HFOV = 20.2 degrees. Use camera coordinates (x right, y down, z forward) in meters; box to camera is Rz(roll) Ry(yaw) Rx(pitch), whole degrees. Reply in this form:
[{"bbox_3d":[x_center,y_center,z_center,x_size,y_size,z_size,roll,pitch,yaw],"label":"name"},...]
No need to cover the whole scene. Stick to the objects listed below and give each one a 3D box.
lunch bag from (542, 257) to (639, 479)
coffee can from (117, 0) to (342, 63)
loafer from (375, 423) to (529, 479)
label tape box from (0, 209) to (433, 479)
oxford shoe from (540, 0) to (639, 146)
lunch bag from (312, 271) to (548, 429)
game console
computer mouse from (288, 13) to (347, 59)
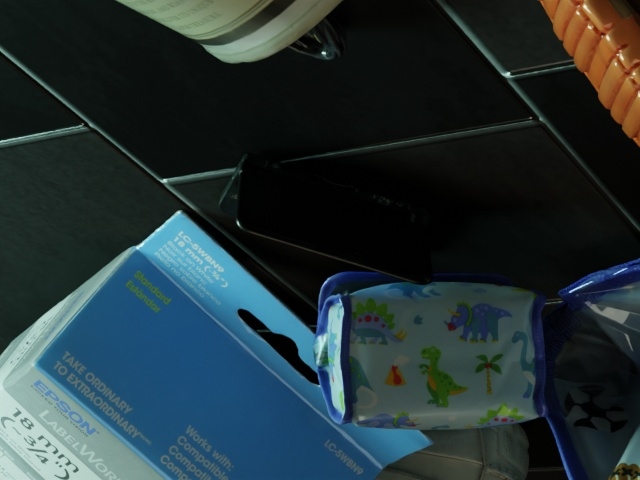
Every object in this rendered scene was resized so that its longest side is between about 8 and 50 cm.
[{"bbox_3d":[0.339,0.144,1.038,0.327,0.239,0.385,25,180,-27],"label":"lunch bag"},{"bbox_3d":[-0.101,-0.205,0.585,0.275,0.202,0.201,26,150,-25],"label":"coffee can"},{"bbox_3d":[0.010,0.190,1.415,0.319,0.111,0.112,-7,148,34],"label":"loafer"},{"bbox_3d":[-0.111,0.143,1.296,0.240,0.106,0.333,42,147,-9],"label":"label tape box"},{"bbox_3d":[0.224,-0.053,0.777,0.364,0.133,0.130,46,-177,2],"label":"oxford shoe"},{"bbox_3d":[0.065,0.068,1.117,0.128,0.096,0.151,1,176,-5],"label":"lunch bag"},{"bbox_3d":[0.000,0.000,1.093,0.122,0.071,0.107,18,153,-10],"label":"game console"},{"bbox_3d":[-0.035,-0.156,0.850,0.071,0.041,0.242,11,162,22],"label":"computer mouse"}]
